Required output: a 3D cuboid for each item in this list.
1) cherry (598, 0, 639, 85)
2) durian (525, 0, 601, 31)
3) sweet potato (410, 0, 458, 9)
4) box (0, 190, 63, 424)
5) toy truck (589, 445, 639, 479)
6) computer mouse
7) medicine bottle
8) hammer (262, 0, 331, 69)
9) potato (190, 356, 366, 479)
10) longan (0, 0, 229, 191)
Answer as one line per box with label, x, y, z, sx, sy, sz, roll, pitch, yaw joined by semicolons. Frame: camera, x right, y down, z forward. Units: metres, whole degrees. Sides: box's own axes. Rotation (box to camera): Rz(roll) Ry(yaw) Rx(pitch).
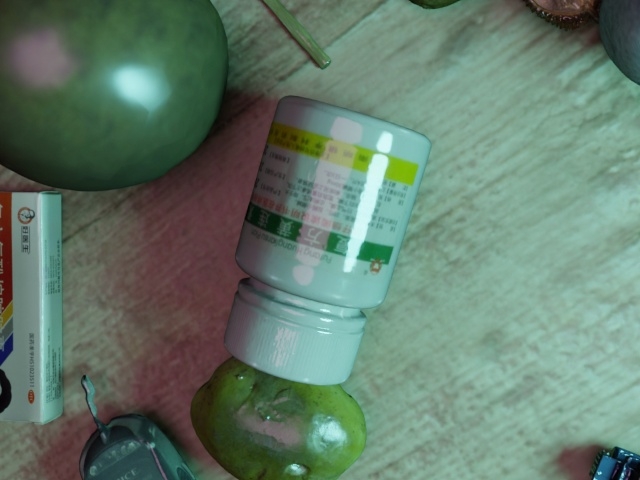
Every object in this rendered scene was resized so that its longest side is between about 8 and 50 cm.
cherry;0.445;-0.261;0.893;0.255;0.296;0.218;-20;102;-6
durian;0.319;-0.318;1.029;0.110;0.071;0.140;-33;69;10
sweet potato;0.224;-0.362;1.010;0.273;0.075;0.075;-15;89;39
box;-0.511;0.099;1.241;0.214;0.069;0.353;1;95;12
toy truck;0.448;0.329;1.022;0.201;0.088;0.074;20;94;7
computer mouse;-0.257;0.365;1.185;0.167;0.090;0.379;-31;80;12
medicine bottle;0.000;0.000;1.046;0.208;0.208;0.340;18;96;11
hammer;-0.051;-0.326;1.142;0.062;0.013;0.199;-42;84;12
potato;-0.060;0.252;1.105;0.228;0.148;0.197;43;88;8
longan;-0.315;-0.246;1.043;0.404;0.404;0.336;28;141;10
